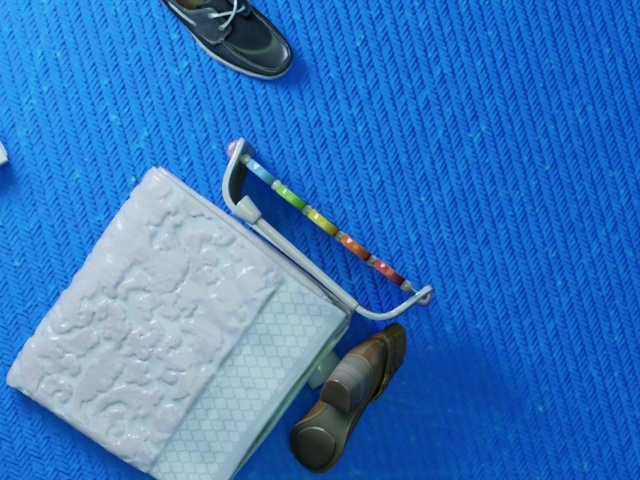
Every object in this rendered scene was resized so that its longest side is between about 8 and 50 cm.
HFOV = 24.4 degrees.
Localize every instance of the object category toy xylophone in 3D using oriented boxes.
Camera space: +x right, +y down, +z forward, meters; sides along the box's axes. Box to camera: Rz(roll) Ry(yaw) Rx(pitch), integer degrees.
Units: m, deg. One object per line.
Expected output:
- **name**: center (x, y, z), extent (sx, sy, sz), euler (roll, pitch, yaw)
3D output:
- **toy xylophone**: center (0.000, 0.000, 1.820), extent (0.322, 0.236, 0.081), euler (38, 91, -2)

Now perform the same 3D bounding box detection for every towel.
- **towel**: center (-0.174, 0.128, 1.842), extent (0.317, 0.053, 0.332), euler (36, 93, -2)

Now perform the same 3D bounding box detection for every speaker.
- **speaker**: center (-0.031, 0.123, 1.894), extent (0.055, 0.055, 0.136), euler (-39, 92, -8)

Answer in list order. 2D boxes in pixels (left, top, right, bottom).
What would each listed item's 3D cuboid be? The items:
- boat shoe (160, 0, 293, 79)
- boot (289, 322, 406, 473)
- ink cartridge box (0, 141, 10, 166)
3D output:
- **boat shoe**: center (-0.132, -0.290, 1.890), extent (0.233, 0.079, 0.084), euler (40, 81, -6)
- **boot**: center (0.043, 0.201, 1.884), extent (0.073, 0.197, 0.152), euler (38, 43, 11)
- **ink cartridge box**: center (-0.461, -0.109, 1.845), extent (0.122, 0.052, 0.088), euler (-29, 92, -7)
